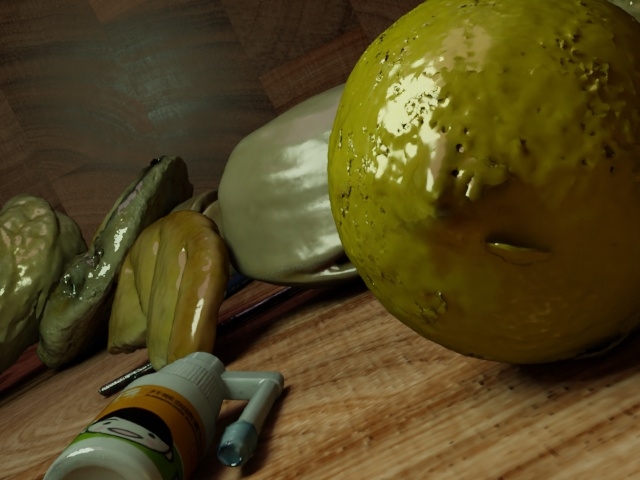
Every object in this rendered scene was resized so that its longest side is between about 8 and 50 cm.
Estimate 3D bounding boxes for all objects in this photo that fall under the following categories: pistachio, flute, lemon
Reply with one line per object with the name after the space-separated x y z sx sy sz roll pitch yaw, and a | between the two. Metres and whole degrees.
-0.140 0.002 1.495 0.144 0.144 0.215 -24 0 27 | pistachio
-0.095 0.085 1.095 0.269 0.014 0.014 -28 6 -11 | flute
0.038 -0.048 0.975 0.288 0.166 0.197 -20 31 22 | pistachio
0.086 -0.030 0.499 0.173 0.173 0.206 -24 6 24 | lemon

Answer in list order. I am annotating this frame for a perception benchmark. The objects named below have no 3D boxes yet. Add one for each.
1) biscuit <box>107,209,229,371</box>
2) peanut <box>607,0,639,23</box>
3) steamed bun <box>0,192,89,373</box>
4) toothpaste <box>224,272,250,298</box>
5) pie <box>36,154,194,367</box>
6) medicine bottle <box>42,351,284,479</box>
-0.141 0.045 1.037 0.299 0.045 0.154 0 71 67 | biscuit
0.423 -0.272 1.347 0.120 0.136 0.298 -61 11 -4 | peanut
-0.488 0.077 1.559 0.372 0.230 0.325 -56 1 -37 | steamed bun
-0.104 0.051 1.418 0.037 0.021 0.140 -33 -1 31 | toothpaste
-0.272 0.034 1.530 0.339 0.077 0.339 -59 -4 -7 | pie
-0.076 0.106 0.625 0.092 0.061 0.221 -1 9 7 | medicine bottle
